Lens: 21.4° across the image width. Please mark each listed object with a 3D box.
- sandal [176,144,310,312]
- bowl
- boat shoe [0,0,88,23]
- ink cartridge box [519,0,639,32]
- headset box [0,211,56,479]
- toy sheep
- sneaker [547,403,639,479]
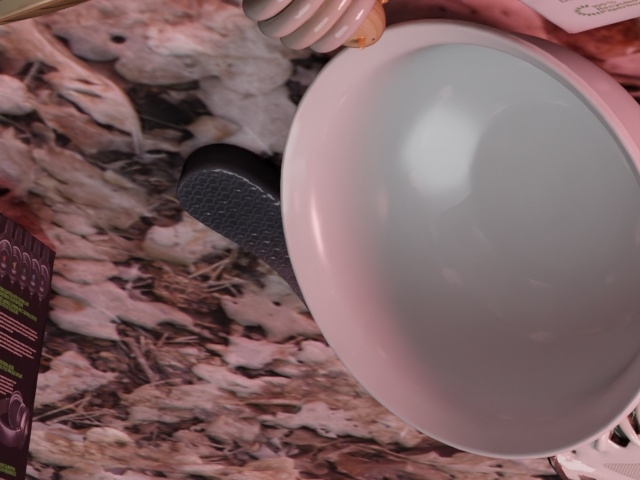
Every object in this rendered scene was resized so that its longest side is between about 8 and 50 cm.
[{"bbox_3d":[0.000,-0.001,1.338,0.097,0.054,0.254,-27,125,36],"label":"sandal"},{"bbox_3d":[0.127,-0.015,1.120,0.298,0.134,0.298,17,118,35],"label":"bowl"},{"bbox_3d":[-0.111,-0.202,0.957,0.302,0.113,0.103,-18,98,29],"label":"boat shoe"},{"bbox_3d":[0.108,-0.203,0.834,0.175,0.069,0.371,-11,162,36],"label":"ink cartridge box"},{"bbox_3d":[-0.367,0.103,1.398,0.246,0.283,0.131,3,165,14],"label":"headset box"},{"bbox_3d":[-0.014,-0.159,1.024,0.132,0.091,0.091,31,145,-23],"label":"toy sheep"},{"bbox_3d":[0.300,0.133,1.350,0.257,0.169,0.447,3,152,7],"label":"sneaker"}]
